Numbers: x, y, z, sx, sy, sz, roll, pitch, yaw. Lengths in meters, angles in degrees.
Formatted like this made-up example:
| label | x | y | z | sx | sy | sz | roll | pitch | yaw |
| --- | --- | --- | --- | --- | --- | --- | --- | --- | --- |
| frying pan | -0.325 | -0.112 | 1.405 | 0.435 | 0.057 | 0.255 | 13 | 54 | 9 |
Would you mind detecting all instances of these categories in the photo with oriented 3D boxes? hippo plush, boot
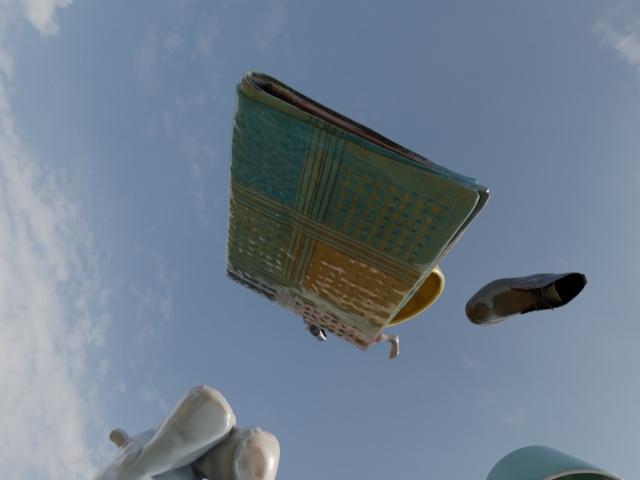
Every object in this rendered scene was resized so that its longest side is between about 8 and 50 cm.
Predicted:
| label | x | y | z | sx | sy | sz | roll | pitch | yaw |
| --- | --- | --- | --- | --- | --- | --- | --- | --- | --- |
| hippo plush | -0.206 | 0.351 | 0.580 | 0.234 | 0.294 | 0.236 | 59 | -27 | 6 |
| boot | 0.380 | 0.099 | 0.790 | 0.106 | 0.220 | 0.082 | 134 | -62 | -68 |

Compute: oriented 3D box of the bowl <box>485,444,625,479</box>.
| label | x | y | z | sx | sy | sz | roll | pitch | yaw |
| --- | --- | --- | --- | --- | --- | --- | --- | --- | --- |
| bowl | 0.463 | 0.555 | 0.869 | 0.312 | 0.163 | 0.311 | -1 | -82 | -5 |

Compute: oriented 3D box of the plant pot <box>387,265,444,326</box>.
| label | x | y | z | sx | sy | sz | roll | pitch | yaw |
| --- | --- | --- | --- | --- | --- | --- | --- | --- | --- |
| plant pot | 0.152 | 0.061 | 1.101 | 0.254 | 0.254 | 0.238 | -44 | -133 | 27 |

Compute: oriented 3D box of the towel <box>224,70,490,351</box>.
| label | x | y | z | sx | sy | sz | roll | pitch | yaw |
| --- | --- | --- | --- | --- | --- | --- | --- | --- | --- |
| towel | 0.000 | 0.000 | 0.543 | 0.272 | 0.040 | 0.370 | 28 | -38 | 7 |

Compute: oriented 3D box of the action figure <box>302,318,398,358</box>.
| label | x | y | z | sx | sy | sz | roll | pitch | yaw |
| --- | --- | --- | --- | --- | --- | --- | --- | --- | --- |
| action figure | 0.044 | 0.181 | 1.221 | 0.330 | 0.341 | 0.178 | 38 | -87 | -20 |
